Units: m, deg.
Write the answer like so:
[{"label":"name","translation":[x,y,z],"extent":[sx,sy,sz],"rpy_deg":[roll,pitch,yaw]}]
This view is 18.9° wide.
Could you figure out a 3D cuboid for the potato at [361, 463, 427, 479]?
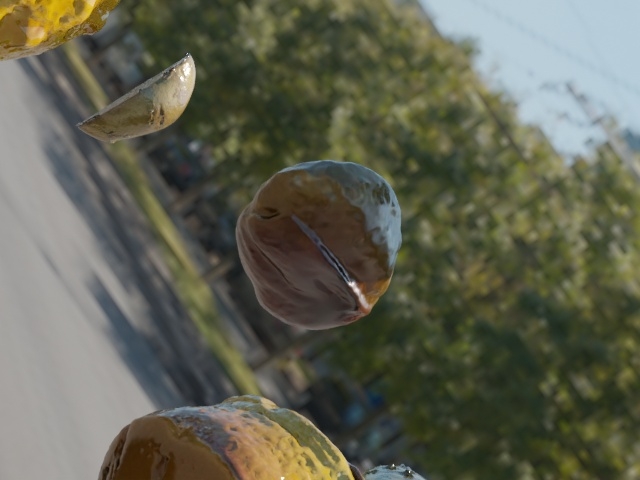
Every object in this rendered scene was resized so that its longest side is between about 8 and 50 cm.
[{"label":"potato","translation":[0.078,0.282,1.940],"extent":[0.117,0.090,0.225],"rpy_deg":[33,4,4]}]

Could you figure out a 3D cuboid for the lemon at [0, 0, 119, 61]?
[{"label":"lemon","translation":[-0.159,-0.164,0.979],"extent":[0.142,0.187,0.142],"rpy_deg":[34,-16,11]}]

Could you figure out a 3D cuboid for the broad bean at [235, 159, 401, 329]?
[{"label":"broad bean","translation":[-0.002,-0.003,1.803],"extent":[0.228,0.156,0.122],"rpy_deg":[93,10,-55]}]

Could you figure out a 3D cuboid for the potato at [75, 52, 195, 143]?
[{"label":"potato","translation":[-0.119,-0.088,1.314],"extent":[0.036,0.093,0.037],"rpy_deg":[58,0,-14]}]

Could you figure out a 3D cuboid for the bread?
[{"label":"bread","translation":[-0.064,0.236,1.284],"extent":[0.195,0.142,0.270],"rpy_deg":[17,-62,43]}]
